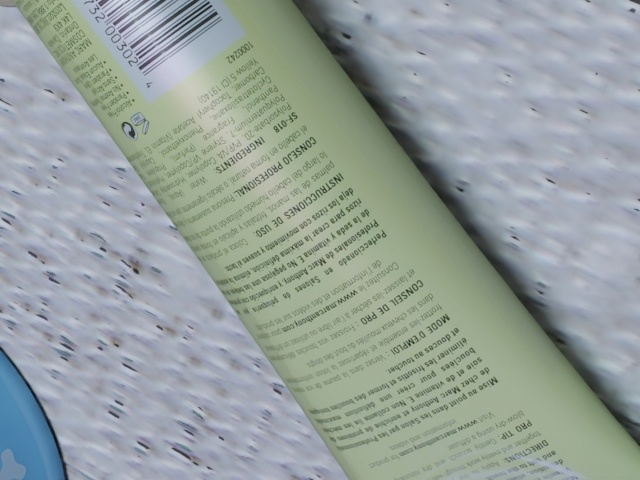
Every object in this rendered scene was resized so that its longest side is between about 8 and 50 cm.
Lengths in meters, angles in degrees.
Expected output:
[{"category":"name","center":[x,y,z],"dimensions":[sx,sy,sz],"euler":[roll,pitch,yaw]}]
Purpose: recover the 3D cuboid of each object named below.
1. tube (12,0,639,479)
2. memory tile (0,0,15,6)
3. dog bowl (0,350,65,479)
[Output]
[{"category":"tube","center":[0.000,0.000,0.346],"dimensions":[0.240,0.062,0.070],"euler":[54,163,-9]},{"category":"memory tile","center":[-0.122,-0.149,0.368],"dimensions":[0.148,0.012,0.113],"euler":[36,118,8]},{"category":"dog bowl","center":[-0.232,0.052,0.453],"dimensions":[0.297,0.074,0.166],"euler":[43,119,5]}]
